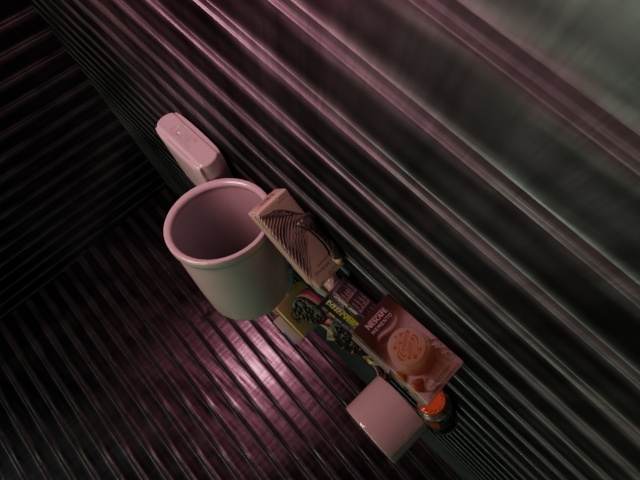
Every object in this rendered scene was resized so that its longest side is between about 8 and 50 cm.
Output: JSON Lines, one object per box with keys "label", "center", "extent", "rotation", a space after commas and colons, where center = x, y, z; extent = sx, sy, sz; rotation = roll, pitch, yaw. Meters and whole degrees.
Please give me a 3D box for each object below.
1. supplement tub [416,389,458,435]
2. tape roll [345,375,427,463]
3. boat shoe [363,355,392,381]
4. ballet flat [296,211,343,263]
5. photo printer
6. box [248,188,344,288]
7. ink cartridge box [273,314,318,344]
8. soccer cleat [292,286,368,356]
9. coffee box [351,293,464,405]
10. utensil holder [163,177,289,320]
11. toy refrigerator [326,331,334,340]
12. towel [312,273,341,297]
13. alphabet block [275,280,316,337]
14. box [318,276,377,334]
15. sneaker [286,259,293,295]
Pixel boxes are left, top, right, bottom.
{"label": "supplement tub", "center": [0.395, 0.576, 1.415], "extent": [0.117, 0.117, 0.190], "rotation": [32, 160, 44]}
{"label": "tape roll", "center": [0.230, 0.629, 1.475], "extent": [0.246, 0.169, 0.246], "rotation": [47, 169, 12]}
{"label": "boat shoe", "center": [0.206, 0.402, 1.502], "extent": [0.302, 0.103, 0.113], "rotation": [53, 164, -25]}
{"label": "ballet flat", "center": [0.000, 0.000, 1.093], "extent": [0.173, 0.049, 0.057], "rotation": [51, 166, -19]}
{"label": "photo printer", "center": [-0.406, -0.259, 1.431], "extent": [0.256, 0.107, 0.307], "rotation": [42, 166, 18]}
{"label": "box", "center": [-0.065, -0.005, 1.145], "extent": [0.275, 0.113, 0.094], "rotation": [50, 164, -21]}
{"label": "ink cartridge box", "center": [-0.122, 0.412, 2.233], "extent": [0.171, 0.168, 0.232], "rotation": [47, -175, -1]}
{"label": "soccer cleat", "center": [0.054, 0.272, 1.432], "extent": [0.318, 0.108, 0.116], "rotation": [34, -153, 3]}
{"label": "coffee box", "center": [0.213, 0.278, 1.062], "extent": [0.246, 0.141, 0.098], "rotation": [41, 166, 18]}
{"label": "utensil holder", "center": [-0.279, 0.043, 1.373], "extent": [0.327, 0.327, 0.385], "rotation": [38, 158, 29]}
{"label": "toy refrigerator", "center": [0.083, 0.346, 1.640], "extent": [0.094, 0.102, 0.269], "rotation": [6, 167, -6]}
{"label": "towel", "center": [0.000, 0.136, 1.474], "extent": [0.332, 0.053, 0.317], "rotation": [50, 165, -20]}
{"label": "alphabet block", "center": [-0.098, 0.329, 2.012], "extent": [0.197, 0.192, 0.193], "rotation": [46, 164, -3]}
{"label": "box", "center": [0.130, 0.241, 1.259], "extent": [0.270, 0.060, 0.216], "rotation": [39, 157, 4]}
{"label": "sneaker", "center": [-0.204, 0.077, 1.827], "extent": [0.366, 0.135, 0.150], "rotation": [46, 130, 43]}
